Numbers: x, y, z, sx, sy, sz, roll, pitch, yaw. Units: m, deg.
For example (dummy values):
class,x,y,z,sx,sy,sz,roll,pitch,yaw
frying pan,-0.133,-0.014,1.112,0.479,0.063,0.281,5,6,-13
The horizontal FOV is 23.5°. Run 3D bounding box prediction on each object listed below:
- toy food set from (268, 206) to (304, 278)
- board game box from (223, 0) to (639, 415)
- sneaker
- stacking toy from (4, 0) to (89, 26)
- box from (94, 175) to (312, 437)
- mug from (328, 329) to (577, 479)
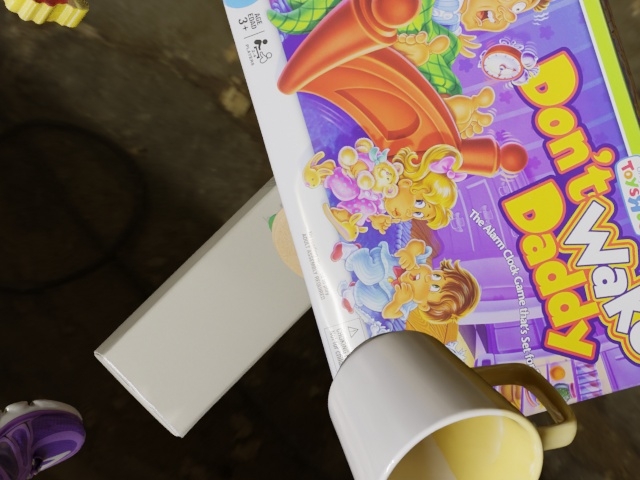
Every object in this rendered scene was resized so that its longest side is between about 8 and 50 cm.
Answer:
class,x,y,z,sx,sy,sz,roll,pitch,yaw
toy food set,0.000,0.000,1.162,0.083,0.020,0.082,32,132,-1
board game box,0.092,-0.057,0.993,0.233,0.078,0.347,-18,84,17
sneaker,-0.229,0.170,1.085,0.071,0.170,0.068,37,128,26
stacking toy,-0.093,-0.235,0.818,0.052,0.221,0.167,29,137,-18
box,-0.079,0.051,1.467,0.275,0.094,0.113,-43,99,-10
mug,0.039,0.065,0.526,0.078,0.064,0.062,21,110,-36
